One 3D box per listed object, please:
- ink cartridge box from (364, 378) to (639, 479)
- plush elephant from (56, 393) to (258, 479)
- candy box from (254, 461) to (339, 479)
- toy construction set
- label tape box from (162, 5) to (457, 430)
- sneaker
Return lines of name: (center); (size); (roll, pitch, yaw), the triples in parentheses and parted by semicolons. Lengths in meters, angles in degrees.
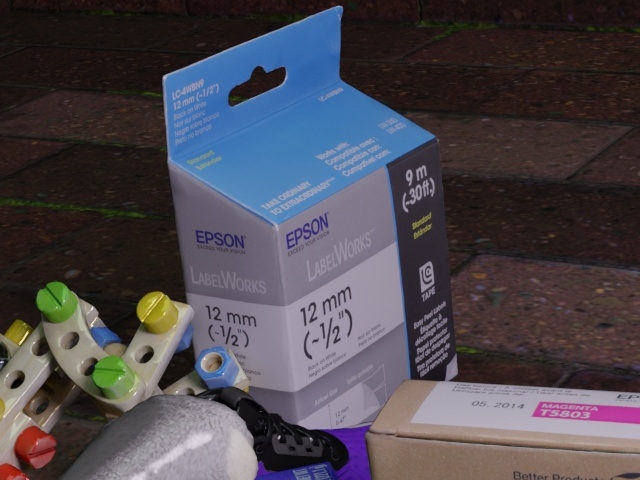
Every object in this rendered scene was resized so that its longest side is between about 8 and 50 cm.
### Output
ink cartridge box: (0.158, 0.195, 1.106); (0.234, 0.193, 0.088); (2, 21, 21)
plush elephant: (-0.139, 0.266, 0.815); (0.272, 0.255, 0.330); (-16, 26, 27)
candy box: (-0.111, 0.269, 1.082); (0.317, 0.122, 0.268); (-11, 20, -10)
toy construction set: (-0.231, 0.165, 1.356); (0.215, 0.151, 0.327); (26, 55, 32)
label tape box: (0.000, 0.000, 1.471); (0.115, 0.348, 0.249); (9, 25, 34)
sneaker: (-0.040, 0.171, 1.300); (0.293, 0.146, 0.102); (-21, 24, -36)
